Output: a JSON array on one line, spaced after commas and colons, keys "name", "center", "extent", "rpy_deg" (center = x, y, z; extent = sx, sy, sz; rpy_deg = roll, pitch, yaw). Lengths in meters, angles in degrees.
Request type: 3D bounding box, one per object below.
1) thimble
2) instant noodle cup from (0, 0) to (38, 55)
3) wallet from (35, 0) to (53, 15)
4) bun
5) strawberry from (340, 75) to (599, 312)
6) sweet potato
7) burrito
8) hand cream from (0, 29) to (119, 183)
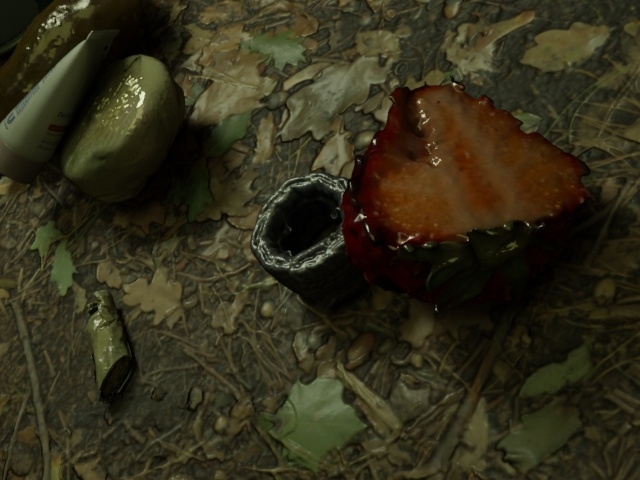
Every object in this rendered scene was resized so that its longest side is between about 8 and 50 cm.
[{"name": "thimble", "center": [0.002, -0.002, 1.211], "extent": [0.150, 0.098, 0.150], "rpy_deg": [-14, 58, 23]}, {"name": "instant noodle cup", "center": [-0.590, -0.444, 1.681], "extent": [0.296, 0.296, 0.214], "rpy_deg": [-40, 60, 5]}, {"name": "wallet", "center": [-0.384, -0.416, 1.583], "extent": [0.141, 0.202, 0.059], "rpy_deg": [-41, 87, -16]}, {"name": "bun", "center": [-0.267, -0.150, 1.429], "extent": [0.237, 0.116, 0.210], "rpy_deg": [18, 80, 59]}, {"name": "strawberry", "center": [0.130, -0.033, 1.129], "extent": [0.253, 0.150, 0.280], "rpy_deg": [-25, 46, -20]}, {"name": "sweet potato", "center": [-0.397, -0.254, 1.538], "extent": [0.370, 0.158, 0.158], "rpy_deg": [-50, 52, -4]}, {"name": "burrito", "center": [-0.275, 0.134, 1.327], "extent": [0.055, 0.041, 0.149], "rpy_deg": [-34, 55, 26]}, {"name": "hand cream", "center": [-0.367, -0.197, 1.432], "extent": [0.248, 0.083, 0.133], "rpy_deg": [-50, 7, 14]}]
